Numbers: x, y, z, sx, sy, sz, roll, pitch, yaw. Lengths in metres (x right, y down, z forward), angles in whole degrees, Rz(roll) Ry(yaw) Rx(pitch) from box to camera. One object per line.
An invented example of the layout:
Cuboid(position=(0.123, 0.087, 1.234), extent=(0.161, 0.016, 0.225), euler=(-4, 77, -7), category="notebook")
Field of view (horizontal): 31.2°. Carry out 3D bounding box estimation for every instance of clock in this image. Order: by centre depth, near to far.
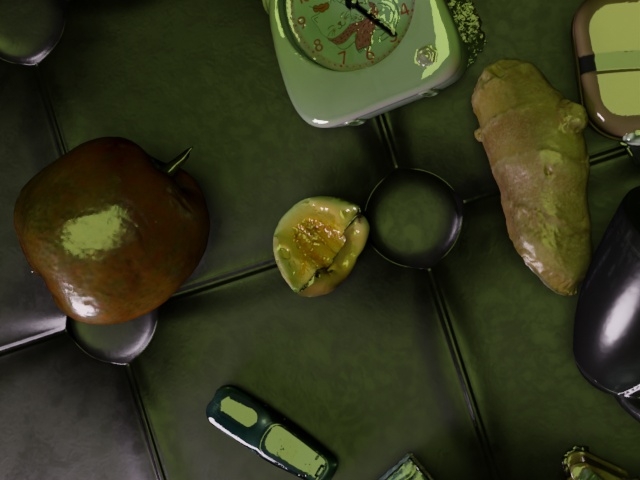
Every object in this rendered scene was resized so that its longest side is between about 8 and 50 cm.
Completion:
Cuboid(position=(0.054, -0.345, 1.685), extent=(0.265, 0.108, 0.324), euler=(-18, 88, 20), category="clock")

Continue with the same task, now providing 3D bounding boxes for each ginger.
Cuboid(position=(0.316, -0.093, 1.648), extent=(0.189, 0.126, 0.354), euler=(-10, 94, 42), category="ginger")

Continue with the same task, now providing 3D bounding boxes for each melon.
Cuboid(position=(0.000, 0.000, 1.730), extent=(0.128, 0.079, 0.160), euler=(39, 96, 25), category="melon")

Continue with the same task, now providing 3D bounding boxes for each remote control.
Cuboid(position=(-0.074, 0.300, 1.750), extent=(0.222, 0.042, 0.072), euler=(32, 92, 7), category="remote control")

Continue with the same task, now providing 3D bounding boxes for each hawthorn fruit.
Cuboid(position=(-0.289, -0.026, 1.685), extent=(0.301, 0.268, 0.268), euler=(-38, 84, 3), category="hawthorn fruit")

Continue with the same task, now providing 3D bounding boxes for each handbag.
Cuboid(position=(0.509, -0.221, 1.611), extent=(0.301, 0.149, 0.283), euler=(-1, 93, 9), category="handbag")

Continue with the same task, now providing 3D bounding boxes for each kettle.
Cuboid(position=(0.462, 0.115, 1.559), extent=(0.268, 0.207, 0.290), euler=(59, 138, 42), category="kettle")

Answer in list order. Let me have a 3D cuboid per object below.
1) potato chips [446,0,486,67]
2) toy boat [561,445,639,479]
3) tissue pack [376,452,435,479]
Cuboid(position=(0.187, -0.327, 1.725), extent=(0.142, 0.026, 0.209), euler=(22, 93, 6), category="potato chips")
Cuboid(position=(0.423, 0.521, 1.629), extent=(0.162, 0.136, 0.446), euler=(-16, 88, 7), category="toy boat")
Cuboid(position=(0.149, 0.457, 1.701), extent=(0.173, 0.073, 0.235), euler=(-44, 84, 6), category="tissue pack")
